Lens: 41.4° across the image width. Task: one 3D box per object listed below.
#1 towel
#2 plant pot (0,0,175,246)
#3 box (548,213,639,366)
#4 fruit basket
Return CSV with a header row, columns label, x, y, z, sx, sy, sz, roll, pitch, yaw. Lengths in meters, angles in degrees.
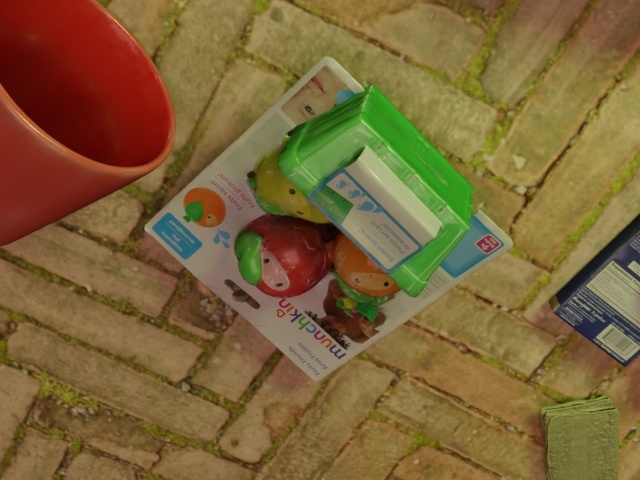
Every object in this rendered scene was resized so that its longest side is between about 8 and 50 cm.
label,x,y,z,sx,sy,sz,roll,pitch,yaw
towel,0.375,0.293,1.221,0.110,0.027,0.148,-9,112,8
plant pot,-0.346,-0.130,0.976,0.243,0.275,0.275,-33,108,28
box,0.426,0.048,1.099,0.136,0.036,0.225,37,113,-12
fruit basket,0.000,0.000,1.047,0.353,0.165,0.327,-39,106,23
